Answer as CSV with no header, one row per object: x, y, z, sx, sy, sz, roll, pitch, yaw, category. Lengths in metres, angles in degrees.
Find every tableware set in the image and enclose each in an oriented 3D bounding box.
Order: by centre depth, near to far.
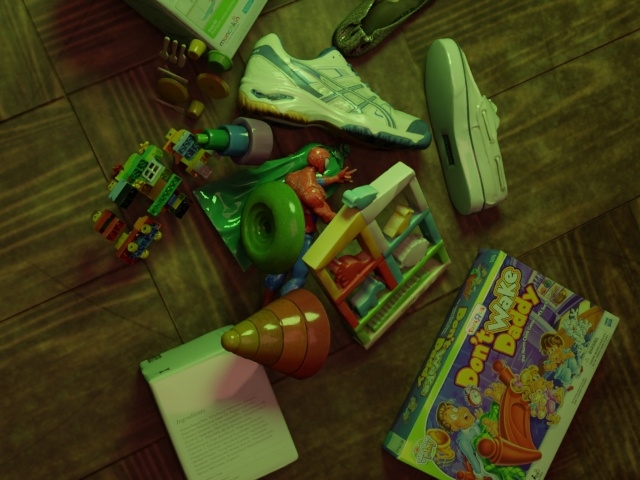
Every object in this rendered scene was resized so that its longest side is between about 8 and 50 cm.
-0.172,-0.220,1.318,0.104,0.154,0.024,24,59,-1,tableware set

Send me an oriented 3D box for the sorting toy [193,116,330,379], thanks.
-0.099,0.007,1.258,0.126,0.127,0.365,-2,72,-39,sorting toy

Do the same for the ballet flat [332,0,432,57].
0.117,-0.364,1.433,0.250,0.058,0.084,-43,102,-10,ballet flat

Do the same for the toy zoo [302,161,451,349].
0.081,0.017,1.355,0.192,0.030,0.293,-45,143,-10,toy zoo

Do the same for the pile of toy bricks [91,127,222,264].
-0.244,-0.083,1.330,0.212,0.105,0.118,-54,144,-2,pile of toy bricks

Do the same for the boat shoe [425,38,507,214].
0.227,-0.175,1.452,0.088,0.096,0.267,-16,97,-18,boat shoe

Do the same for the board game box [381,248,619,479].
0.278,0.219,1.485,0.233,0.078,0.347,28,85,-14,board game box

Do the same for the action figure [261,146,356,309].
0.000,0.000,1.360,0.139,0.091,0.280,-5,118,-31,action figure

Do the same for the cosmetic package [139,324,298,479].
-0.144,0.234,1.334,0.151,0.151,0.183,-22,98,-14,cosmetic package

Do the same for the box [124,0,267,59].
-0.160,-0.413,1.281,0.231,0.127,0.262,35,83,-38,box

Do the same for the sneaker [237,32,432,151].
0.034,-0.212,1.391,0.296,0.112,0.131,14,82,-18,sneaker

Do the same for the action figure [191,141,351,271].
-0.052,-0.074,1.395,0.232,0.063,0.137,-32,98,-8,action figure
